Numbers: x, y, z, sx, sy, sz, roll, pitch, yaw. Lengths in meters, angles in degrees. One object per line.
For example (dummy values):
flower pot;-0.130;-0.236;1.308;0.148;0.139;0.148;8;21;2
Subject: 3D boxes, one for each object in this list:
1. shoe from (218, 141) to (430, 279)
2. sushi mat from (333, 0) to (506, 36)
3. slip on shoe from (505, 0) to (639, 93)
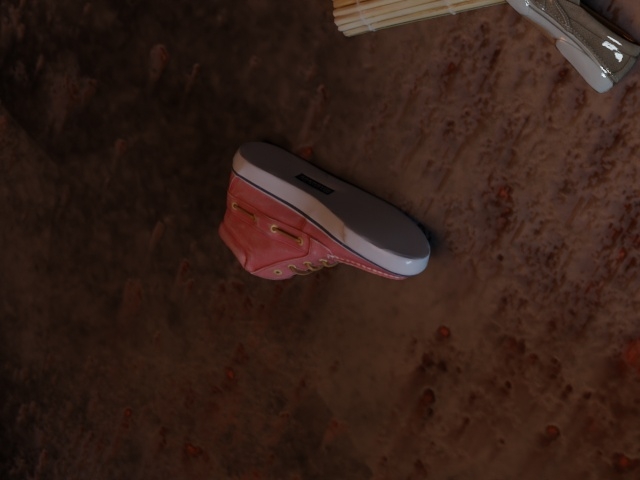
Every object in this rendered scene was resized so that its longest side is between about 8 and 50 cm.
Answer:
shoe;0.000;0.000;1.194;0.178;0.063;0.081;31;121;26
sushi mat;0.130;-0.236;1.059;0.316;0.019;0.151;-8;101;33
slip on shoe;0.153;-0.155;1.040;0.041;0.051;0.135;-42;100;18
